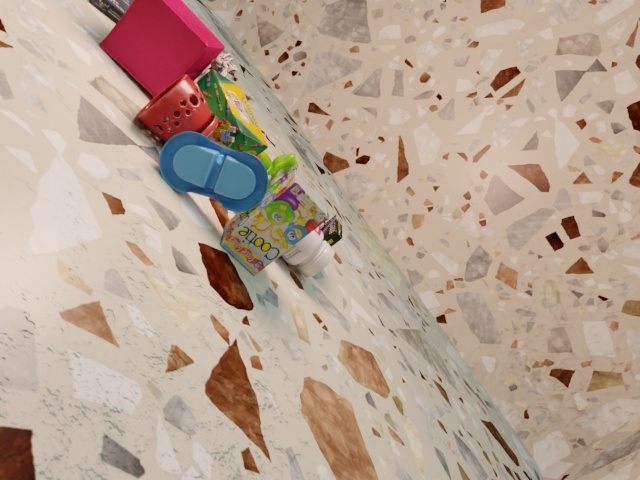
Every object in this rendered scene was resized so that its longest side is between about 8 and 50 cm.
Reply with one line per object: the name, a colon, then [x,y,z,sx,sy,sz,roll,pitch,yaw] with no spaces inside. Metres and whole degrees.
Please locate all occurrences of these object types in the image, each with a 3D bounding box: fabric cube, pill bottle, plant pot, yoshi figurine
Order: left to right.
fabric cube: [-0.519,-0.652,1.699,0.254,0.259,0.258,45,17,-15]
plant pot: [-0.409,-0.364,1.495,0.174,0.191,0.191,47,15,-27]
yoshi figurine: [-0.204,-0.302,1.985,0.203,0.203,0.362,54,10,35]
pill bottle: [-0.092,-0.020,1.695,0.283,0.160,0.160,48,15,-17]

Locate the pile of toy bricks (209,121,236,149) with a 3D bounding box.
pile of toy bricks: [-0.343,-0.264,1.582,0.105,0.212,0.118,14,16,12]

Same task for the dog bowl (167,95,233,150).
dog bowl: [-0.406,-0.389,1.731,0.265,0.104,0.265,48,15,-18]

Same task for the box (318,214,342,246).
box: [0.000,0.000,1.887,0.045,0.184,0.190,50,15,-15]

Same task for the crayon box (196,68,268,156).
crayon box: [-0.300,-0.428,1.729,0.165,0.081,0.278,17,43,-62]

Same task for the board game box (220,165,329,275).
board game box: [-0.129,-0.055,1.434,0.144,0.275,0.142,46,16,-22]

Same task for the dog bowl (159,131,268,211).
dog bowl: [-0.288,-0.188,1.397,0.297,0.165,0.074,21,6,-7]

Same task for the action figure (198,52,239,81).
action figure: [-0.382,-0.573,1.875,0.099,0.185,0.285,46,-29,4]

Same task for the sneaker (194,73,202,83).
sneaker: [-0.570,-0.702,2.064,0.115,0.105,0.281,21,-1,36]

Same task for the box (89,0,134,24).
box: [-0.744,-0.881,1.888,0.233,0.059,0.183,34,37,-53]
